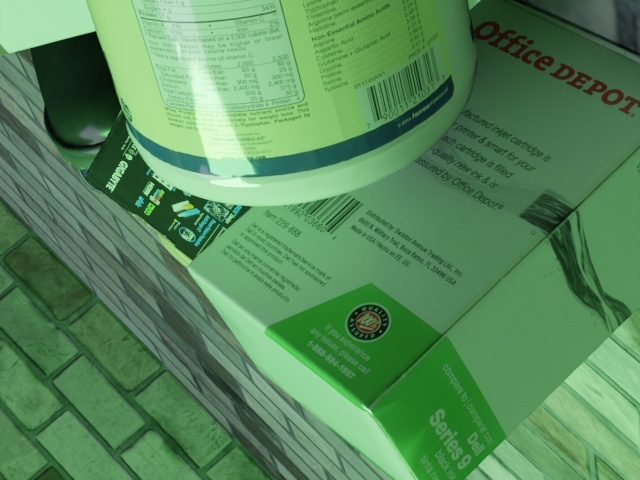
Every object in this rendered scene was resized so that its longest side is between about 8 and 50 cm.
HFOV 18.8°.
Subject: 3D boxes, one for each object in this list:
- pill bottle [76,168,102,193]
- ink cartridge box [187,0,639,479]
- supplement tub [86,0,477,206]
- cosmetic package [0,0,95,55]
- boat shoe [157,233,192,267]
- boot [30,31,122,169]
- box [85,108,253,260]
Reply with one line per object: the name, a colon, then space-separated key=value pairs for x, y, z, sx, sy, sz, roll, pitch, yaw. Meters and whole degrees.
pill bottle: x=-0.268 y=-0.110 z=2.566 sx=0.094 sy=0.094 sz=0.169 roll=52 pitch=167 yaw=-9
ink cartridge box: x=0.094 y=-0.002 z=1.255 sx=0.211 sy=0.289 sz=0.121 roll=36 pitch=164 yaw=47
supplement tub: x=-0.042 y=-0.210 z=1.177 sx=0.235 sy=0.235 sz=0.324 roll=35 pitch=149 yaw=47
cosmetic package: x=-0.235 y=-0.272 z=1.476 sx=0.385 sy=0.156 sz=0.217 roll=-8 pitch=137 yaw=42
boat shoe: x=0.000 y=0.000 z=1.844 sx=0.341 sy=0.121 sz=0.110 roll=18 pitch=144 yaw=15
boot: x=-0.298 y=-0.319 z=1.823 sx=0.445 sy=0.146 sz=0.367 roll=61 pitch=-178 yaw=-33
box: x=-0.031 y=-0.053 z=1.639 sx=0.293 sy=0.073 sz=0.295 roll=35 pitch=145 yaw=-2
